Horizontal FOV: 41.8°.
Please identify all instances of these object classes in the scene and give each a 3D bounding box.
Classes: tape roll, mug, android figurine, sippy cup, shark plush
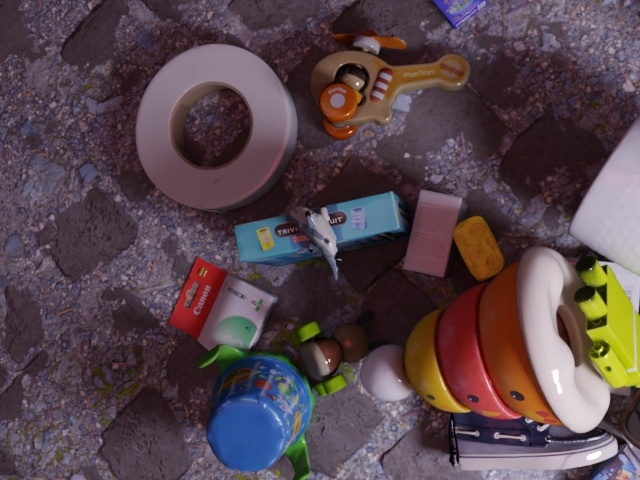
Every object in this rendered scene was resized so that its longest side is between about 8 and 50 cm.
[{"bbox_3d":[-0.245,-0.260,1.963,0.391,0.072,0.392,-1,87,14],"label":"tape roll"},{"bbox_3d":[0.715,-0.075,1.611,0.328,0.276,0.374,34,60,18],"label":"mug"},{"bbox_3d":[0.555,0.164,1.585,0.056,0.248,0.273,-20,123,32],"label":"android figurine"},{"bbox_3d":[-0.140,0.378,1.792,0.305,0.224,0.240,20,101,2],"label":"sippy cup"},{"bbox_3d":[0.000,0.000,1.645,0.067,0.073,0.161,-29,100,30],"label":"shark plush"}]

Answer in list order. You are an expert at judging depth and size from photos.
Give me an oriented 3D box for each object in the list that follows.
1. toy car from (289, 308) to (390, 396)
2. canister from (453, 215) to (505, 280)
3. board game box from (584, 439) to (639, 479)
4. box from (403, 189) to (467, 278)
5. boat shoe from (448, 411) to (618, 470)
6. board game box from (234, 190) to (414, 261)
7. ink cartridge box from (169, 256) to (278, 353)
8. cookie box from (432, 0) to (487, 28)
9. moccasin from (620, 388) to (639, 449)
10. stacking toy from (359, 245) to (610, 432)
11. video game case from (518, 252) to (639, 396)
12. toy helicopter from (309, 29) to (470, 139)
[{"bbox_3d":[0.053,0.231,1.847,0.188,0.149,0.155,-25,83,-17],"label":"toy car"},{"bbox_3d":[0.334,0.020,1.741,0.073,0.170,0.126,-28,80,11],"label":"canister"},{"bbox_3d":[0.594,0.540,1.698,0.194,0.060,0.194,-36,79,11],"label":"board game box"},{"bbox_3d":[0.246,-0.011,1.787,0.090,0.130,0.171,13,89,16],"label":"box"},{"bbox_3d":[0.422,0.375,1.716,0.340,0.127,0.158,-8,92,15],"label":"boat shoe"},{"bbox_3d":[0.019,-0.019,1.784,0.335,0.254,0.079,-12,83,13],"label":"board game box"},{"bbox_3d":[-0.235,0.163,1.944,0.224,0.056,0.181,25,93,13],"label":"ink cartridge box"},{"bbox_3d":[0.299,-0.539,1.852,0.091,0.040,0.107,-37,79,9],"label":"cookie box"},{"bbox_3d":[0.738,0.256,1.644,0.139,0.147,0.380,31,91,30],"label":"moccasin"},{"bbox_3d":[0.292,0.234,1.655,0.479,0.350,0.351,-20,81,32],"label":"stacking toy"},{"bbox_3d":[0.524,0.171,1.738,0.244,0.061,0.270,6,88,14],"label":"video game case"},{"bbox_3d":[0.151,-0.370,1.857,0.354,0.140,0.235,-7,76,4],"label":"toy helicopter"}]
